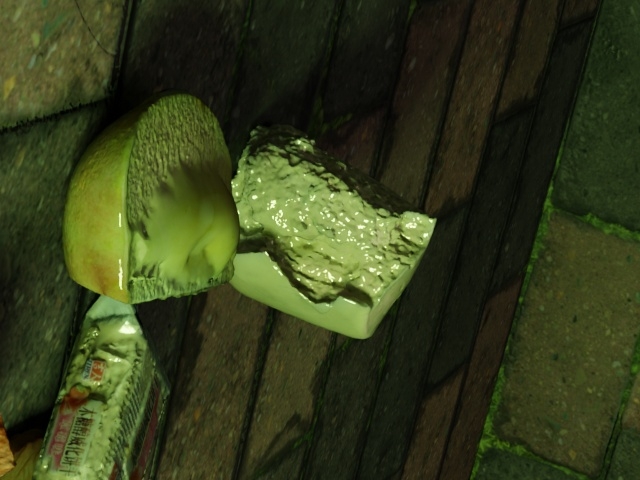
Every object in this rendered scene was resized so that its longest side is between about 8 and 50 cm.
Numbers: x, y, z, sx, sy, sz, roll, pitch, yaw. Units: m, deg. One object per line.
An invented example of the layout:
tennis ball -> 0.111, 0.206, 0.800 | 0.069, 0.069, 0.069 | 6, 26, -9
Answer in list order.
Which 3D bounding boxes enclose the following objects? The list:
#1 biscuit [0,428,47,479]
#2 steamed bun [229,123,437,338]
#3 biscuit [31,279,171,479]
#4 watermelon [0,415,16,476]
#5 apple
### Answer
biscuit -> -0.306, 0.268, 1.665 | 0.228, 0.031, 0.176 | -39, 145, -58
steamed bun -> 0.000, 0.000, 1.930 | 0.170, 0.225, 0.200 | -33, 141, -59
biscuit -> -0.213, 0.191, 1.691 | 0.186, 0.079, 0.309 | 82, 19, -51
watermelon -> -0.316, 0.137, 1.433 | 0.193, 0.137, 0.145 | -4, 77, -69
apple -> -0.161, -0.045, 1.628 | 0.265, 0.120, 0.193 | -13, 108, -71
